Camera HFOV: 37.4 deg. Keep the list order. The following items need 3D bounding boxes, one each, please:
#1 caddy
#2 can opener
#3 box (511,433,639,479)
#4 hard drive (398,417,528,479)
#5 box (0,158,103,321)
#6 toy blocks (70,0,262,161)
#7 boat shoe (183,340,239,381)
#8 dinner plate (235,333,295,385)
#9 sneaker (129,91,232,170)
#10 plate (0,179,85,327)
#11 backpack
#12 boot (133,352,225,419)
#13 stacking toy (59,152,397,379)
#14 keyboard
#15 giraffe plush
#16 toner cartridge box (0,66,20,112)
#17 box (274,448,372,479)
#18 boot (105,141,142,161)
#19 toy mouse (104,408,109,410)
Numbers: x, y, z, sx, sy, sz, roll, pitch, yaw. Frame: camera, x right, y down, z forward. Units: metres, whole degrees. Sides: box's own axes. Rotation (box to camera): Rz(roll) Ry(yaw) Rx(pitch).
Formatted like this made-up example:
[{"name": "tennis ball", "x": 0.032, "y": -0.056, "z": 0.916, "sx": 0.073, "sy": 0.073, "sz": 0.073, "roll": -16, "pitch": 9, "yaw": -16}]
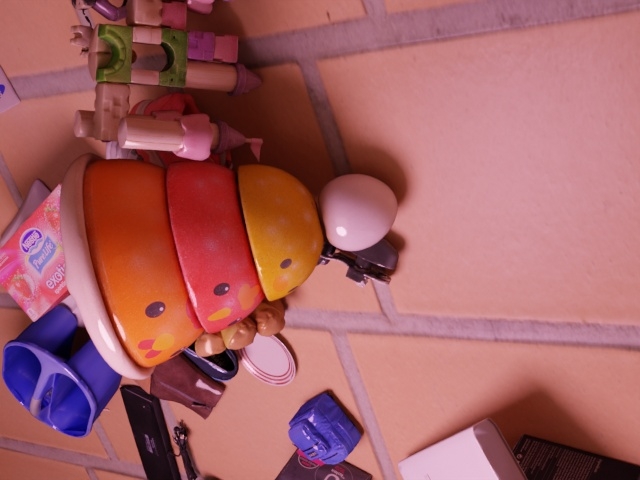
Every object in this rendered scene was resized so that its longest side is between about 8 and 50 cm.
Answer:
[{"name": "caddy", "x": -0.577, "y": 0.305, "z": 2.078, "sx": 0.241, "sy": 0.179, "sz": 0.341, "roll": 34, "pitch": 143, "yaw": 5}, {"name": "can opener", "x": 0.000, "y": 0.000, "z": 1.549, "sx": 0.280, "sy": 0.074, "sz": 0.093, "roll": 23, "pitch": 96, "yaw": 20}, {"name": "box", "x": 0.406, "y": 0.425, "z": 1.522, "sx": 0.207, "sy": 0.108, "sz": 0.153, "roll": 10, "pitch": 126, "yaw": 31}, {"name": "hard drive", "x": 0.254, "y": 0.438, "z": 1.566, "sx": 0.233, "sy": 0.047, "sz": 0.353, "roll": 61, "pitch": 157, "yaw": 13}, {"name": "box", "x": -0.483, "y": 0.001, "z": 1.804, "sx": 0.300, "sy": 0.142, "sz": 0.154, "roll": -37, "pitch": 95, "yaw": 34}, {"name": "toy blocks", "x": -0.207, "y": -0.268, "z": 1.417, "sx": 0.309, "sy": 0.260, "sz": 0.289, "roll": 13, "pitch": 101, "yaw": 59}, {"name": "boat shoe", "x": -0.246, "y": 0.161, "z": 1.817, "sx": 0.258, "sy": 0.109, "sz": 0.089, "roll": 39, "pitch": 159, "yaw": -8}, {"name": "dinner plate", "x": -0.105, "y": 0.220, "z": 1.813, "sx": 0.141, "sy": 0.017, "sz": 0.141, "roll": 20, "pitch": 130, "yaw": 25}, {"name": "sneaker", "x": -0.196, "y": -0.105, "z": 1.573, "sx": 0.136, "sy": 0.116, "sz": 0.314, "roll": -18, "pitch": 110, "yaw": 39}, {"name": "plate", "x": -0.559, "y": 0.045, "z": 2.001, "sx": 0.277, "sy": 0.045, "sz": 0.278, "roll": 46, "pitch": 137, "yaw": -2}, {"name": "backpack", "x": 0.006, "y": 0.367, "z": 1.783, "sx": 0.120, "sy": 0.101, "sz": 0.098, "roll": 46, "pitch": 143, "yaw": -6}, {"name": "boot", "x": -0.283, "y": 0.252, "z": 1.942, "sx": 0.206, "sy": 0.090, "sz": 0.248, "roll": 29, "pitch": 134, "yaw": 0}, {"name": "stacking toy", "x": -0.120, "y": -0.010, "z": 1.423, "sx": 0.479, "sy": 0.351, "sz": 0.351, "roll": -14, "pitch": 117, "yaw": 3}, {"name": "keyboard", "x": -0.360, "y": 0.475, "z": 2.181, "sx": 0.201, "sy": 0.033, "sz": 0.317, "roll": 18, "pitch": 131, "yaw": 34}, {"name": "giraffe plush", "x": -0.170, "y": 0.087, "z": 1.687, "sx": 0.210, "sy": 0.181, "sz": 0.171, "roll": -157, "pitch": 48, "yaw": -70}, {"name": "toner cartridge box", "x": -0.721, "y": -0.242, "z": 1.689, "sx": 0.075, "sy": 0.348, "sz": 0.165, "roll": -9, "pitch": 115, "yaw": 40}, {"name": "box", "x": -0.011, "y": 0.567, "z": 1.908, "sx": 0.165, "sy": 0.143, "sz": 0.270, "roll": 23, "pitch": 132, "yaw": 19}, {"name": "boot", "x": -0.305, "y": -0.077, "z": 1.707, "sx": 0.123, "sy": 0.095, "sz": 0.258, "roll": 25, "pitch": 138, "yaw": 45}, {"name": "toy mouse", "x": -0.571, "y": 0.391, "z": 2.273, "sx": 0.143, "sy": 0.031, "sz": 0.161, "roll": 22, "pitch": 132, "yaw": 22}]
